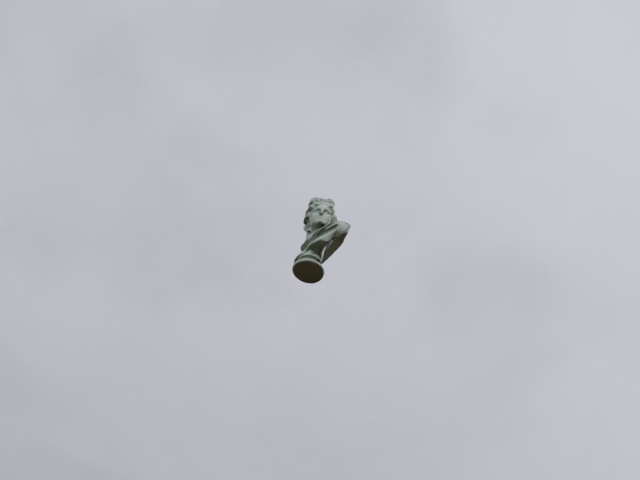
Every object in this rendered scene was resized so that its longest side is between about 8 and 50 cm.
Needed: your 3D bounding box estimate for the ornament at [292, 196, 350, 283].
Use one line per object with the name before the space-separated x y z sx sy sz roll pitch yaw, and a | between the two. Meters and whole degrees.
ornament | -0.001 0.003 1.512 0.041 0.068 0.092 30 13 -14
